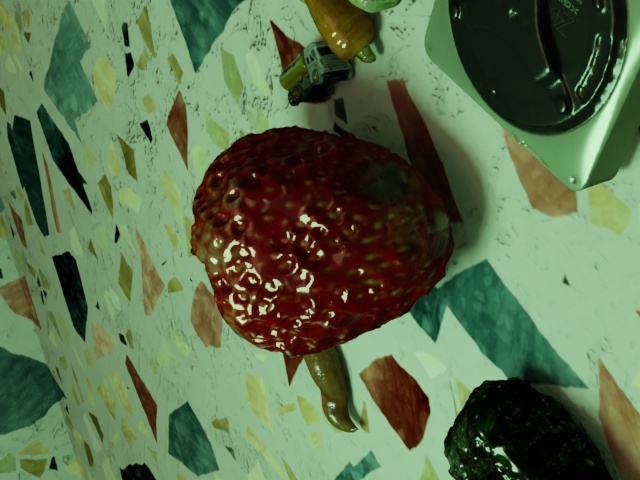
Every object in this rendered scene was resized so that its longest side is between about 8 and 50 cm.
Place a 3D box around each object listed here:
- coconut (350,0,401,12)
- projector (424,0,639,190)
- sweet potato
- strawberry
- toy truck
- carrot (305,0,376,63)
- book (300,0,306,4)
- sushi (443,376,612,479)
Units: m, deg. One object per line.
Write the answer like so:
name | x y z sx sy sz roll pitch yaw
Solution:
coconut | 0.062 -0.294 1.217 0.081 0.082 0.083 50 160 38
projector | 0.209 -0.217 1.023 0.257 0.079 0.259 50 143 33
sweet potato | 0.006 0.191 1.621 0.055 0.058 0.202 -14 94 39
strawberry | -0.014 0.002 1.324 0.310 0.292 0.292 -173 66 -75
toy truck | -0.010 -0.217 1.410 0.123 0.052 0.063 -31 74 61
carrot | -0.007 -0.321 1.318 0.257 0.061 0.061 60 149 6
book | -0.021 -0.341 1.388 0.111 0.014 0.077 40 138 35
sushi | 0.238 0.257 1.212 0.225 0.124 0.127 55 147 35
